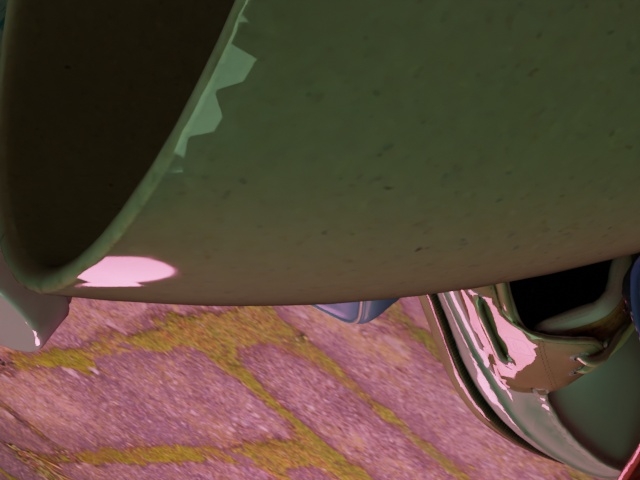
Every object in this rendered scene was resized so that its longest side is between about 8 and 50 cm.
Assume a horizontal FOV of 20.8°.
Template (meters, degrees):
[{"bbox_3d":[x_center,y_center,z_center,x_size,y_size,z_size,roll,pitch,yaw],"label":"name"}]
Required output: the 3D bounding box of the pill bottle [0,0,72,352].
[{"bbox_3d":[-0.093,-0.078,0.816,0.146,0.264,0.146,28,156,13],"label":"pill bottle"}]

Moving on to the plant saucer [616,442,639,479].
[{"bbox_3d":[0.309,0.119,0.895,0.259,0.047,0.258,30,143,11],"label":"plant saucer"}]

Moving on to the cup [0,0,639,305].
[{"bbox_3d":[0.061,-0.120,0.528,0.237,0.331,0.331,14,164,-21],"label":"cup"}]

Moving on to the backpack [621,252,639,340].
[{"bbox_3d":[0.251,0.091,0.613,0.276,0.213,0.263,-12,105,35],"label":"backpack"}]

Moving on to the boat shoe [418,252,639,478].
[{"bbox_3d":[0.123,0.031,0.943,0.103,0.113,0.302,13,149,52],"label":"boat shoe"}]

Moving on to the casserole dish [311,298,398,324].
[{"bbox_3d":[0.000,0.000,1.145,0.114,0.037,0.188,28,156,13],"label":"casserole dish"}]
